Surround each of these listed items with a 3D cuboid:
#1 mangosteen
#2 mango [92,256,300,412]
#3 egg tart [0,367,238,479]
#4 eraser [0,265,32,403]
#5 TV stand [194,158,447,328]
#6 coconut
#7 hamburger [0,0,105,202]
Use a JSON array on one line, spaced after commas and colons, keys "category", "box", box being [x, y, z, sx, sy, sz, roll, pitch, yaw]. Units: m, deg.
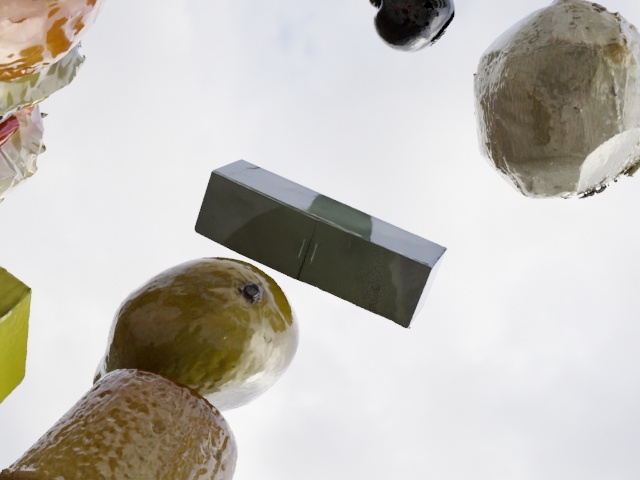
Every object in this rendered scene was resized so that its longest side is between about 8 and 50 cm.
[{"category": "mangosteen", "box": [0.130, -0.363, 1.357, 0.151, 0.137, 0.137, 48, -33, -2]}, {"category": "mango", "box": [-0.134, 0.120, 0.957, 0.331, 0.195, 0.142, 131, -40, -59]}, {"category": "egg tart", "box": [-0.169, 0.216, 0.794, 0.203, 0.147, 0.202, 16, -42, 15]}, {"category": "eraser", "box": [-0.245, 0.051, 0.589, 0.097, 0.045, 0.122, 33, -42, 6]}, {"category": "TV stand", "box": [0.000, 0.000, 1.000, 0.270, 0.088, 0.082, 24, -70, 13]}, {"category": "coconut", "box": [0.452, -0.270, 1.645, 0.346, 0.346, 0.360, 11, -66, 54]}, {"category": "hamburger", "box": [-0.332, -0.166, 0.616, 0.330, 0.330, 0.250, 50, -54, 27]}]
